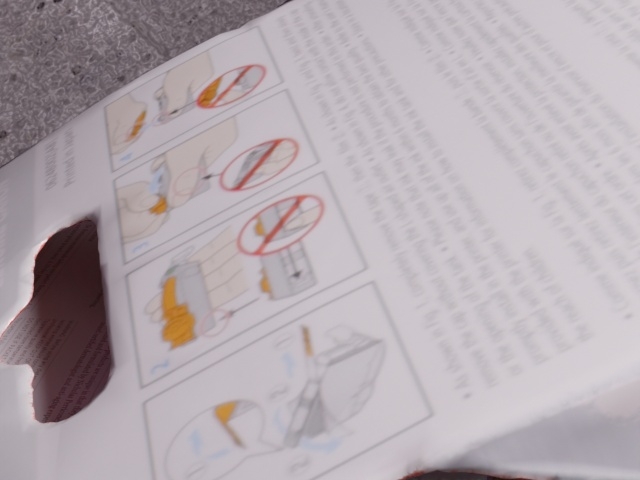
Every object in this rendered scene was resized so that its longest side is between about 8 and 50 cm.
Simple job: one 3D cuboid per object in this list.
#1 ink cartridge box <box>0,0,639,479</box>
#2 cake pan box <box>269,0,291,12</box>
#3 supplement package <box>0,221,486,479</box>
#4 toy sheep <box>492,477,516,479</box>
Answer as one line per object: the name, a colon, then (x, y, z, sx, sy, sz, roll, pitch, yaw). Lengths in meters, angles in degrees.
ink cartridge box: (0.066, -0.015, 0.443, 0.385, 0.091, 0.308, -28, 29, 3)
cake pan box: (0.118, -0.118, 0.957, 0.267, 0.246, 0.070, -30, 16, 27)
supplement package: (-0.041, 0.098, 0.516, 0.203, 0.149, 0.194, 4, 24, 6)
toy sheep: (0.095, 0.068, 0.645, 0.091, 0.091, 0.132, -41, -14, -18)
